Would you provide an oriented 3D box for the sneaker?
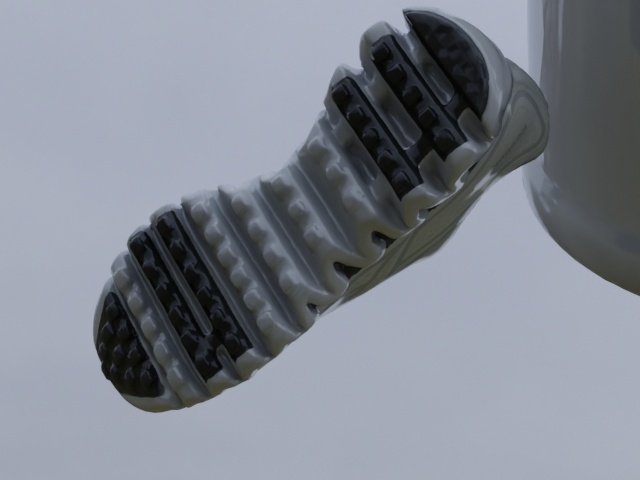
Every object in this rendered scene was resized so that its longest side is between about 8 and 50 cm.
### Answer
[{"bbox_3d":[0.000,0.000,0.817,0.292,0.110,0.118,-37,-22,24],"label":"sneaker"}]

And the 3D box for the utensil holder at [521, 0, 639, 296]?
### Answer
[{"bbox_3d":[0.279,-0.200,0.900,0.327,0.328,0.386,3,-54,13],"label":"utensil holder"}]
